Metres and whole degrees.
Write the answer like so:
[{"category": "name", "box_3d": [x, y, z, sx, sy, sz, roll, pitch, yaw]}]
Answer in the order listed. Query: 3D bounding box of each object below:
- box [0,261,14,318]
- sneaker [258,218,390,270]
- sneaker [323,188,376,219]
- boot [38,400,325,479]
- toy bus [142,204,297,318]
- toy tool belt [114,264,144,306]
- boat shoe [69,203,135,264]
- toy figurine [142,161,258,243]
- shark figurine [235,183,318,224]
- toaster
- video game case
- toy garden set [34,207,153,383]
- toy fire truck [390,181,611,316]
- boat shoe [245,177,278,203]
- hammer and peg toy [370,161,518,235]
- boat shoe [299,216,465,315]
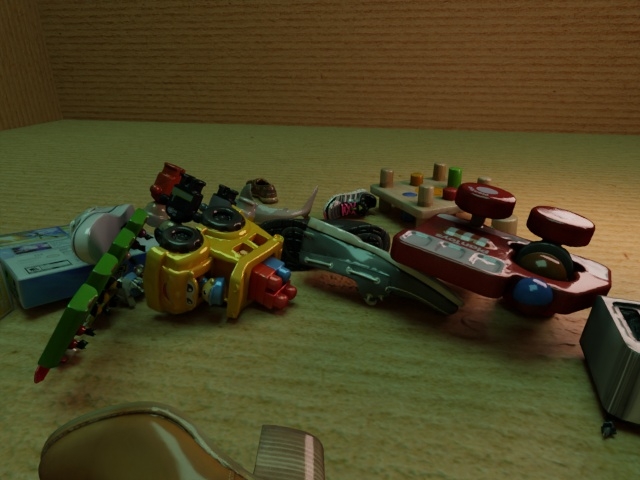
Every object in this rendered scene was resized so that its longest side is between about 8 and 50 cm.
[{"category": "box", "box_3d": [-0.592, 0.109, 0.639, 0.114, 0.103, 0.203, 2, 23, 3]}, {"category": "sneaker", "box_3d": [0.000, 0.000, 0.927, 0.286, 0.109, 0.130, 5, 13, -6]}, {"category": "sneaker", "box_3d": [0.086, -0.094, 1.157, 0.170, 0.063, 0.074, -22, 32, -32]}, {"category": "boot", "box_3d": [-0.132, 0.253, 0.333, 0.283, 0.109, 0.220, 8, 27, 0]}, {"category": "toy bus", "box_3d": [-0.155, 0.061, 0.737, 0.211, 0.150, 0.220, 28, 34, 19]}, {"category": "toy tool belt", "box_3d": [-0.336, 0.086, 0.778, 0.051, 0.052, 0.083, 35, 31, 0]}, {"category": "boat shoe", "box_3d": [-0.412, -0.012, 0.786, 0.084, 0.095, 0.258, -3, 10, -9]}, {"category": "toy figurine", "box_3d": [-0.258, -0.055, 0.915, 0.209, 0.148, 0.213, 21, 5, -39]}, {"category": "shark figurine", "box_3d": [-0.151, -0.095, 1.113, 0.277, 0.116, 0.166, 1, 24, 8]}, {"category": "toaster", "box_3d": [0.432, 0.156, 0.525, 0.167, 0.110, 0.186, 7, 24, 18]}, {"category": "video game case", "box_3d": [-0.479, 0.029, 0.859, 0.244, 0.061, 0.269, 22, 26, 39]}, {"category": "toy garden set", "box_3d": [-0.320, 0.092, 0.618, 0.049, 0.204, 0.244, 30, 25, -19]}, {"category": "toy fire truck", "box_3d": [0.290, 0.034, 0.687, 0.302, 0.170, 0.253, 24, 29, 26]}, {"category": "boat shoe", "box_3d": [-0.185, -0.168, 1.342, 0.064, 0.060, 0.178, -13, 26, -28]}, {"category": "hammer and peg toy", "box_3d": [0.317, -0.105, 1.110, 0.265, 0.128, 0.361, -9, 25, -21]}, {"category": "boat shoe", "box_3d": [0.099, 0.063, 0.778, 0.319, 0.099, 0.116, 28, 4, 21]}]
